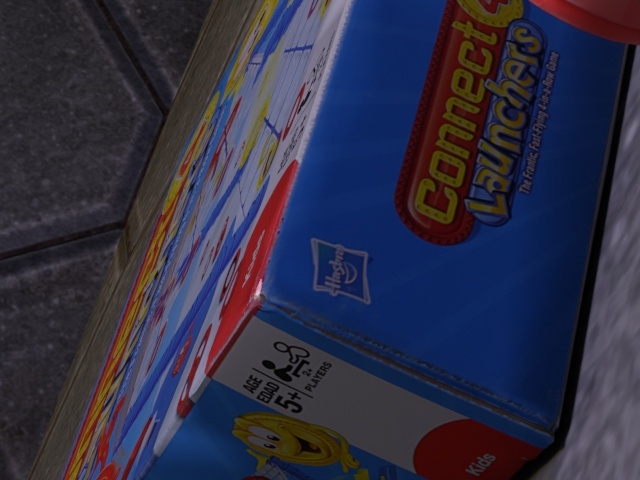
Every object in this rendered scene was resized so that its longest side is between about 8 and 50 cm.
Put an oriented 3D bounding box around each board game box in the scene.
[{"bbox_3d":[0.000,0.000,0.677,0.302,0.086,0.308,125,166,-49],"label":"board game box"}]

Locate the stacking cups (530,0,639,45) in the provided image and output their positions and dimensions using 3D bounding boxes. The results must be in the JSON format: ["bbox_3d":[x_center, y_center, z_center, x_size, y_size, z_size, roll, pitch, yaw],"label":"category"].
[{"bbox_3d":[0.122,-0.186,0.418,0.096,0.096,0.316,-81,17,-59],"label":"stacking cups"}]
